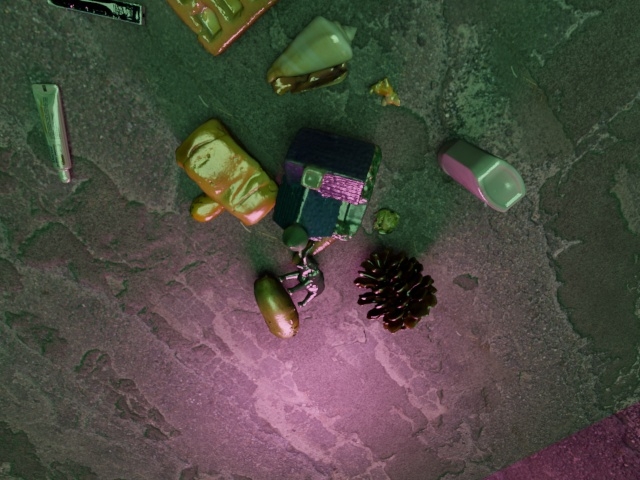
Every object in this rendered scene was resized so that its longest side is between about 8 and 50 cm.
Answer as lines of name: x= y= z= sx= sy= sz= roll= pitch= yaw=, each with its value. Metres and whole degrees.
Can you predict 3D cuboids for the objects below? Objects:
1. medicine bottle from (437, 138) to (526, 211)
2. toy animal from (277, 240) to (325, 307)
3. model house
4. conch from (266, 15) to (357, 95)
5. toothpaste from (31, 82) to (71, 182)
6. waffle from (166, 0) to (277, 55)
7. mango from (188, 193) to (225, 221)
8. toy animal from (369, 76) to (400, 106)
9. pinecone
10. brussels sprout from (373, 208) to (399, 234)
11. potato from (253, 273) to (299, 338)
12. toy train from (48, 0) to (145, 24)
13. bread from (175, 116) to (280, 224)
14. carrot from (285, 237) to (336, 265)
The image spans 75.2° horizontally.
medicine bottle: x=0.427 y=-0.195 z=1.145 sx=0.111 sy=0.296 sz=0.161 roll=-43 pitch=112 yaw=12
toy animal: x=-0.057 y=0.112 z=1.304 sx=0.137 sy=0.082 sz=0.269 roll=-30 pitch=144 yaw=-13
model house: x=0.009 y=-0.126 z=1.092 sx=0.245 sy=0.280 sz=0.312 roll=19 pitch=107 yaw=3
conch: x=-0.022 y=-0.476 z=1.060 sx=0.255 sy=0.127 sz=0.158 roll=-12 pitch=150 yaw=22
toothpaste: x=-0.696 y=-0.278 z=1.093 sx=0.067 sy=0.037 sz=0.255 roll=0 pitch=113 yaw=-2
waffle: x=-0.215 y=-0.619 z=0.912 sx=0.348 sy=0.077 sz=0.304 roll=-25 pitch=121 yaw=28
mango: x=-0.329 y=-0.098 z=1.222 sx=0.114 sy=0.057 sz=0.078 roll=-21 pitch=106 yaw=-4
toy animal: x=0.178 y=-0.400 z=1.144 sx=0.081 sy=0.060 sz=0.083 roll=-47 pitch=119 yaw=-29
pinecone: x=0.223 y=0.145 z=1.319 sx=0.264 sy=0.264 sz=0.264 roll=-3 pitch=117 yaw=-6
brussels sprout: x=0.207 y=-0.054 z=1.321 sx=0.085 sy=0.058 sz=0.085 roll=4 pitch=128 yaw=5
potato: x=-0.140 y=0.213 z=1.350 sx=0.113 sy=0.149 sz=0.251 roll=-19 pitch=117 yaw=-6
toy train: x=-0.524 y=-0.550 z=0.975 sx=0.208 sy=0.047 sz=0.043 roll=7 pitch=114 yaw=-10
bread: x=-0.250 y=-0.183 z=1.151 sx=0.167 sy=0.132 sz=0.294 roll=-41 pitch=113 yaw=5
carrot: x=0.000 y=0.000 z=1.317 sx=0.298 sy=0.078 sz=0.078 roll=-40 pitch=115 yaw=19
